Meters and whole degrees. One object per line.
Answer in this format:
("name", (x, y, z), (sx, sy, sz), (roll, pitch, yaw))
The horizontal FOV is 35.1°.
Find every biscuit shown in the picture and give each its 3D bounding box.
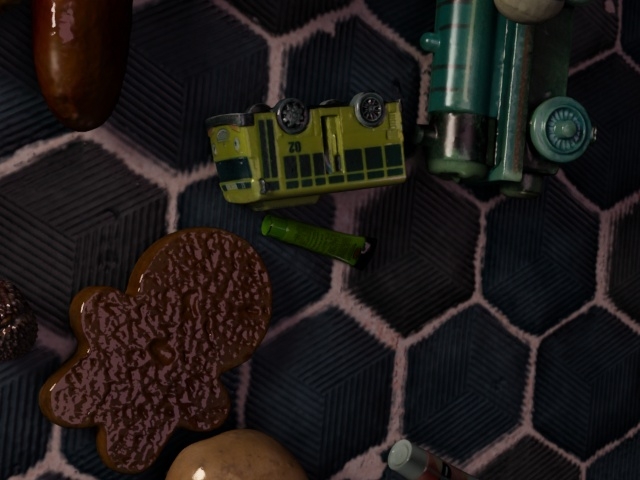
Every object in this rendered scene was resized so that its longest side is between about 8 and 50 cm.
("biscuit", (-0.137, 0.092, 0.909), (0.180, 0.039, 0.236), (47, 70, -18))

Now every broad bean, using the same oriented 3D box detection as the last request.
("broad bean", (-0.198, -0.173, 0.831), (0.084, 0.114, 0.165), (2, 88, 15))

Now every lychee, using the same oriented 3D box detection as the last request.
("lychee", (-0.266, 0.062, 0.824), (0.067, 0.068, 0.083), (-75, 148, -53))

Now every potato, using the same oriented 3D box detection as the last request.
("potato", (-0.070, 0.226, 0.909), (0.147, 0.112, 0.112), (22, 81, -31))

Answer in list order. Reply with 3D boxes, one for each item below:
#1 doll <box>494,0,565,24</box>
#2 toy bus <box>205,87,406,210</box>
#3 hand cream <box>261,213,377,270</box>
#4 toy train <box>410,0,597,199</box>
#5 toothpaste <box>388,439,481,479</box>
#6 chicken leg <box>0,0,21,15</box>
("doll", (0.218, -0.354, 0.927), (0.228, 0.154, 0.258), (-25, 85, -15))
("toy bus", (-0.011, -0.084, 0.944), (0.175, 0.088, 0.101), (-9, 97, -28))
("hand cream", (0.000, 0.000, 0.988), (0.121, 0.023, 0.036), (17, 104, -28))
("toy train", (0.180, -0.196, 1.032), (0.194, 0.120, 0.298), (6, 88, -20))
("toothpaste", (0.154, 0.269, 1.070), (0.205, 0.036, 0.056), (35, 74, -28))
("chicken leg", (-0.350, -0.321, 0.743), (0.211, 0.140, 0.361), (-47, 123, 3))
